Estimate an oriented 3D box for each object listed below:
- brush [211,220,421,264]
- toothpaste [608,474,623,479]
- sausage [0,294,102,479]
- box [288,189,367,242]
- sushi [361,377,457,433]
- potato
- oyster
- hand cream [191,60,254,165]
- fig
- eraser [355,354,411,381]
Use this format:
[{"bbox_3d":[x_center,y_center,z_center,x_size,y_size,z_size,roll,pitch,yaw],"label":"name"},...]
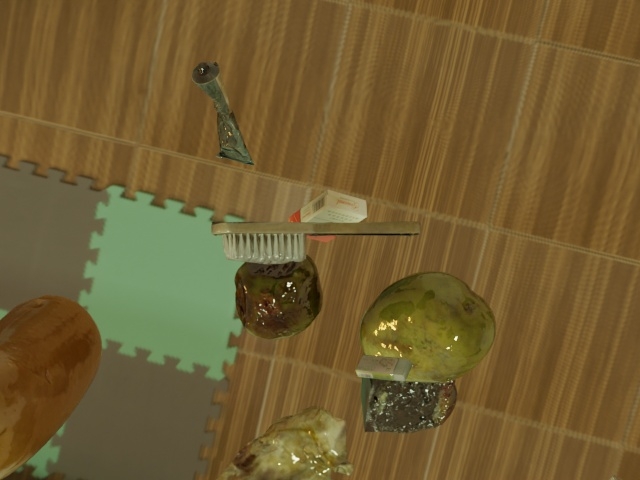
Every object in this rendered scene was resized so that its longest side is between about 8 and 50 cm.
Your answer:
[{"bbox_3d":[0.000,0.000,1.251,0.327,0.070,0.065,-2,89,-21],"label":"brush"},{"bbox_3d":[0.381,0.473,1.291,0.096,0.061,0.266,41,97,1],"label":"toothpaste"},{"bbox_3d":[-0.293,0.143,0.807,0.116,0.354,0.134,27,97,-7],"label":"sausage"},{"bbox_3d":[0.013,-0.049,1.766,0.100,0.152,0.048,16,58,-29],"label":"box"},{"bbox_3d":[0.194,0.293,1.794,0.212,0.215,0.227,5,110,2],"label":"sushi"},{"bbox_3d":[0.182,0.150,1.428,0.228,0.148,0.197,-51,62,39],"label":"potato"},{"bbox_3d":[-0.091,0.322,0.911,0.100,0.271,0.275,38,131,-20],"label":"oyster"},{"bbox_3d":[-0.179,-0.219,1.493,0.052,0.248,0.075,-37,58,-18],"label":"hand cream"},{"bbox_3d":[-0.063,0.087,1.374,0.144,0.165,0.154,20,90,25],"label":"fig"},{"bbox_3d":[0.101,0.204,1.350,0.083,0.038,0.019,0,127,29],"label":"eraser"}]
